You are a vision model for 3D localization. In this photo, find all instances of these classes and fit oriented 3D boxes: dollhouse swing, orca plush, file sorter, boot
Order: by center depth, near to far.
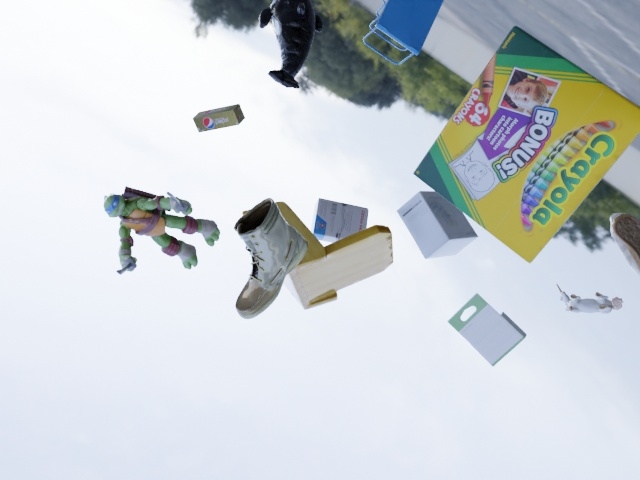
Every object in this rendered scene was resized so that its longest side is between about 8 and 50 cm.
[{"bbox_3d":[-0.127,0.037,1.302,0.077,0.213,0.165,23,160,38],"label":"boot"},{"bbox_3d":[-0.071,-0.503,1.507,0.151,0.287,0.102,19,158,-4],"label":"orca plush"},{"bbox_3d":[0.190,-0.519,1.520,0.118,0.170,0.104,30,166,-17],"label":"file sorter"},{"bbox_3d":[0.000,0.000,1.912,0.315,0.305,0.347,49,170,24],"label":"dollhouse swing"}]

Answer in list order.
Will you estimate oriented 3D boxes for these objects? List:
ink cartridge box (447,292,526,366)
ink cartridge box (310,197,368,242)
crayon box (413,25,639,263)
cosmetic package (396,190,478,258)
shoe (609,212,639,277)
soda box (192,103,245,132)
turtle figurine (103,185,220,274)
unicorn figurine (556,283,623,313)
[{"bbox_3d":[0.611,0.323,2.401,0.235,0.171,0.056,46,-155,12],"label":"ink cartridge box"},{"bbox_3d":[0.068,-0.062,2.375,0.190,0.140,0.082,12,162,-10],"label":"ink cartridge box"},{"bbox_3d":[0.423,-0.193,1.341,0.313,0.363,0.106,40,-155,16],"label":"crayon box"},{"bbox_3d":[0.448,-0.062,2.488,0.224,0.138,0.225,-5,-119,-49],"label":"cosmetic package"},{"bbox_3d":[0.700,0.026,1.413,0.219,0.076,0.058,52,-175,-7],"label":"shoe"},{"bbox_3d":[-0.368,-0.443,2.364,0.061,0.181,0.058,69,-151,-29],"label":"soda box"},{"bbox_3d":[-0.355,-0.002,1.481,0.274,0.198,0.266,15,174,42],"label":"turtle figurine"},{"bbox_3d":[0.588,0.139,1.454,0.161,0.060,0.111,17,177,32],"label":"unicorn figurine"}]
